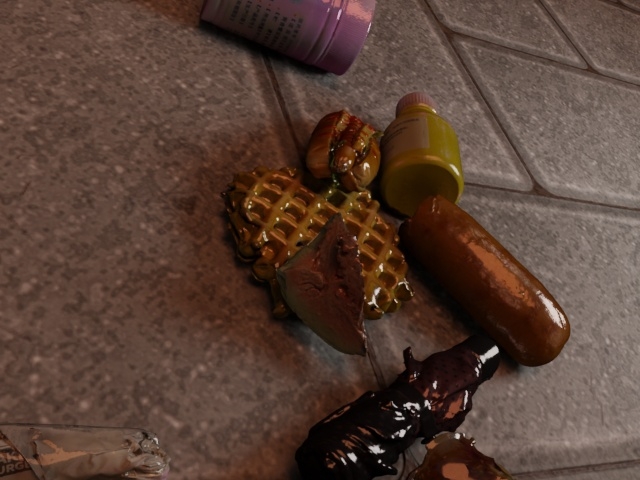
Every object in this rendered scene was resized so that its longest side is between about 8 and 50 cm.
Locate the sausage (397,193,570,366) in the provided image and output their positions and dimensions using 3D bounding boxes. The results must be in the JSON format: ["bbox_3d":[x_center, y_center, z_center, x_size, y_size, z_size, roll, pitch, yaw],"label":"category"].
[{"bbox_3d":[0.222,0.053,0.972,0.270,0.109,0.109,47,42,12],"label":"sausage"}]

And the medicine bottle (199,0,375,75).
[{"bbox_3d":[-0.053,-0.384,1.180,0.254,0.152,0.152,18,43,-17],"label":"medicine bottle"}]

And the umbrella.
[{"bbox_3d":[0.103,0.179,0.779,0.094,0.090,0.326,32,35,33],"label":"umbrella"}]

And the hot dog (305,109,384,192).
[{"bbox_3d":[0.037,-0.134,1.006,0.104,0.076,0.250,23,19,-2],"label":"hot dog"}]

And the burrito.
[{"bbox_3d":[-0.223,0.178,0.587,0.203,0.064,0.064,11,45,-24],"label":"burrito"}]

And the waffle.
[{"bbox_3d":[0.001,-0.001,0.921,0.254,0.052,0.245,2,51,-33],"label":"waffle"}]

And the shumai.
[{"bbox_3d":[0.141,0.271,0.675,0.209,0.153,0.161,-17,55,-39],"label":"shumai"}]

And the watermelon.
[{"bbox_3d":[0.011,0.057,0.810,0.101,0.080,0.155,-19,99,-18],"label":"watermelon"}]

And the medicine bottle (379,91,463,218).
[{"bbox_3d":[0.149,-0.141,1.101,0.121,0.122,0.212,21,41,-15],"label":"medicine bottle"}]
